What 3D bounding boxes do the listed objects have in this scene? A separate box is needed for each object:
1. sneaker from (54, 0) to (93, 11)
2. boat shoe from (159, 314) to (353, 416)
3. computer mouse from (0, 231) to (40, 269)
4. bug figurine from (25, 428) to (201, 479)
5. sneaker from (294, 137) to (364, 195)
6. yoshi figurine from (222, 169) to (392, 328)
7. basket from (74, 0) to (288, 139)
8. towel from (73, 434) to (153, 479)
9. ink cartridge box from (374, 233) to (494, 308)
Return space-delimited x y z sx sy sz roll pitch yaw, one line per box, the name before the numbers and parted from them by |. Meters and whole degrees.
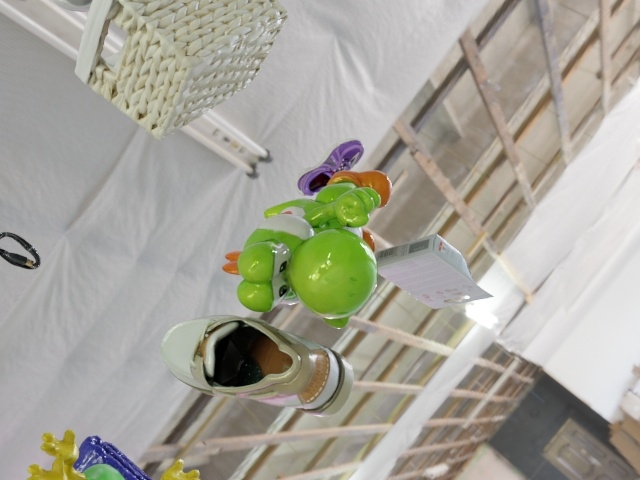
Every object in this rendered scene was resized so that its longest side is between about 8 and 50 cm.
sneaker | -0.273 -0.416 0.784 0.115 0.105 0.282 46 -120 -73
boat shoe | -0.106 0.138 0.805 0.103 0.302 0.113 38 -119 -45
computer mouse | -0.587 0.001 1.071 0.241 0.041 0.071 18 -77 -18
bug figurine | -0.063 0.215 0.306 0.278 0.216 0.072 28 -61 -23
sneaker | 0.028 -0.141 1.326 0.170 0.071 0.068 -40 -60 -10
yoshi figurine | 0.023 0.016 0.891 0.203 0.204 0.362 -30 4 27
basket | -0.121 -0.185 0.597 0.167 0.103 0.113 -48 0 -44
towel | -0.366 0.491 1.034 0.308 0.227 0.076 -53 -6 4
ink cartridge box | 0.206 0.060 1.171 0.179 0.145 0.045 31 -123 -32
